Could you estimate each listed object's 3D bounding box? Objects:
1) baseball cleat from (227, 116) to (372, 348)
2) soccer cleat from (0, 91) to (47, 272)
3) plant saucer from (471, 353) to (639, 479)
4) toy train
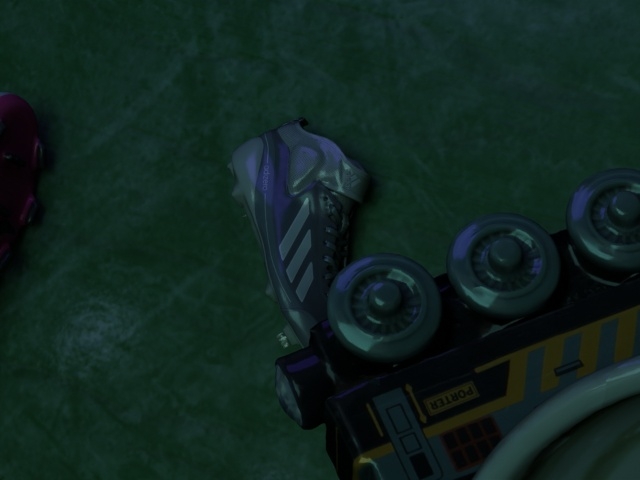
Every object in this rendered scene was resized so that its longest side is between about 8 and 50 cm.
[{"bbox_3d":[0.000,0.000,1.490,0.109,0.072,0.206,-28,72,13],"label":"baseball cleat"},{"bbox_3d":[-0.338,0.026,1.630,0.143,0.116,0.331,16,88,28],"label":"soccer cleat"},{"bbox_3d":[0.277,0.223,1.219,0.400,0.100,0.401,6,116,12],"label":"plant saucer"},{"bbox_3d":[0.142,0.084,1.313,0.334,0.142,0.190,-20,65,-11],"label":"toy train"}]
